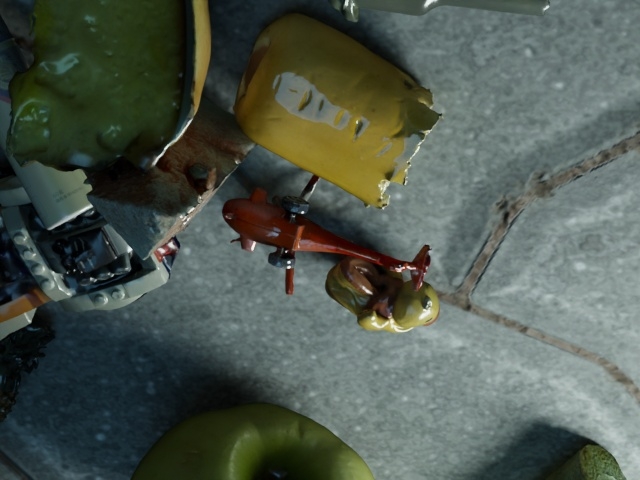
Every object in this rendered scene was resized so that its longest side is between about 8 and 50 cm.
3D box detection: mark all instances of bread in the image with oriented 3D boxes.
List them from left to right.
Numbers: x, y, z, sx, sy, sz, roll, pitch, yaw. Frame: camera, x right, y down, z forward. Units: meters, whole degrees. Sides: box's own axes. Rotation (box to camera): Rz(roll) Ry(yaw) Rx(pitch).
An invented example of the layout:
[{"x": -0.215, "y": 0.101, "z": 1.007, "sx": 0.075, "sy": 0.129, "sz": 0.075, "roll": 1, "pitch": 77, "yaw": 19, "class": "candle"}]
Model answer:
[{"x": -0.178, "y": -0.172, "z": 1.740, "sx": 0.174, "sy": 0.133, "sz": 0.251, "roll": -3, "pitch": 83, "yaw": 10, "class": "bread"}, {"x": 0.008, "y": -0.114, "z": 1.777, "sx": 0.173, "sy": 0.085, "sz": 0.134, "roll": 26, "pitch": 128, "yaw": -9, "class": "bread"}]

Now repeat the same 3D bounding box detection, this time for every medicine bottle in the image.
[{"x": -0.275, "y": -0.123, "z": 1.789, "sx": 0.059, "sy": 0.059, "sz": 0.231, "roll": -27, "pitch": 94, "yaw": 28, "class": "medicine bottle"}]

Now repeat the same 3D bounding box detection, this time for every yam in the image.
[{"x": 0.240, "y": 0.280, "z": 2.048, "sx": 0.068, "sy": 0.068, "sz": 0.169, "roll": 33, "pitch": 127, "yaw": -15, "class": "yam"}]

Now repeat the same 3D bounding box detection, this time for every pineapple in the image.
[{"x": -0.327, "y": 0.133, "z": 2.052, "sx": 0.074, "sy": 0.074, "sz": 0.159, "roll": 32, "pitch": 118, "yaw": -13, "class": "pineapple"}]

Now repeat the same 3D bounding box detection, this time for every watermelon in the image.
[{"x": -0.144, "y": -0.063, "z": 1.753, "sx": 0.154, "sy": 0.241, "sz": 0.094, "roll": 34, "pitch": 116, "yaw": -14, "class": "watermelon"}]

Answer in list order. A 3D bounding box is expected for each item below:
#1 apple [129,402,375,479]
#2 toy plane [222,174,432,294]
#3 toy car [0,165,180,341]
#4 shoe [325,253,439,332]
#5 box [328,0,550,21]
[{"x": -0.075, "y": 0.297, "z": 2.012, "sx": 0.279, "sy": 0.279, "sz": 0.279, "roll": 6, "pitch": 128, "yaw": 7, "class": "apple"}, {"x": -0.003, "y": 0.007, "z": 1.850, "sx": 0.194, "sy": 0.077, "sz": 0.126, "roll": 38, "pitch": 109, "yaw": 14, "class": "toy plane"}, {"x": -0.283, "y": -0.001, "z": 1.908, "sx": 0.301, "sy": 0.118, "sz": 0.193, "roll": -14, "pitch": 121, "yaw": 20, "class": "toy car"}, {"x": 0.057, "y": 0.053, "z": 1.903, "sx": 0.109, "sy": 0.072, "sz": 0.069, "roll": 40, "pitch": 159, "yaw": 8, "class": "shoe"}, {"x": 0.116, "y": -0.294, "z": 1.589, "sx": 0.178, "sy": 0.138, "sz": 0.274, "roll": 11, "pitch": 129, "yaw": -3, "class": "box"}]
